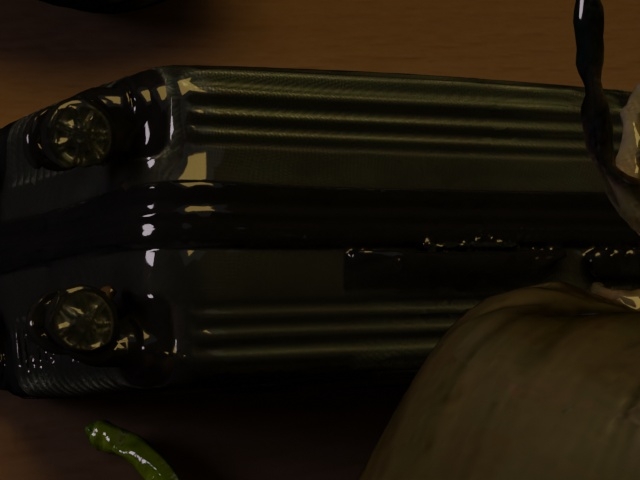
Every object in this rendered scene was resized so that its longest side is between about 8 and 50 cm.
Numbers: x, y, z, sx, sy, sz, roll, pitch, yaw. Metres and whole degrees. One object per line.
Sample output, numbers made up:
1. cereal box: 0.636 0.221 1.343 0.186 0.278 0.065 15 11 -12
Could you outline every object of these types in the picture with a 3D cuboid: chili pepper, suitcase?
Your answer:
1. chili pepper: -0.072 0.102 0.780 0.030 0.017 0.083 -11 40 -38
2. suitcase: 0.000 0.000 0.796 0.312 0.128 0.202 1 -6 -29

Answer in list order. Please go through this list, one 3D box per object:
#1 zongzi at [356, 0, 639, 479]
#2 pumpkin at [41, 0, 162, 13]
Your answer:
1. zongzi: 0.007 0.158 0.366 0.418 0.447 0.181 -17 21 -37
2. pumpkin: -0.173 -0.246 1.088 0.295 0.296 0.296 14 32 -9
